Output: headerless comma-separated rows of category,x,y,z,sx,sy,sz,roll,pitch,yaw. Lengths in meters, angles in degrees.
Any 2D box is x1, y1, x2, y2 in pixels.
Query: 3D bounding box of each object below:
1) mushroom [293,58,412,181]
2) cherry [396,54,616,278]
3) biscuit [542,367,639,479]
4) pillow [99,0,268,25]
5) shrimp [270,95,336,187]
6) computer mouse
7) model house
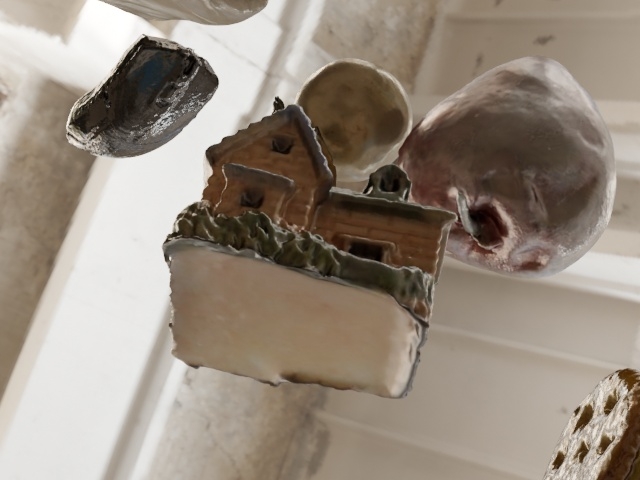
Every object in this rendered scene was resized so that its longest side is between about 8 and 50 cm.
mushroom,0.062,-0.210,1.765,0.206,0.206,0.209,-4,-151,39
cherry,0.291,-0.102,1.563,0.335,0.291,0.326,-37,-133,-13
biscuit,0.302,0.242,1.139,0.220,0.066,0.220,-60,-178,4
pillow,-0.196,-0.242,0.892,0.173,0.270,0.067,13,-90,47
shrimp,-0.039,-0.115,1.663,0.145,0.059,0.254,-5,-102,36
computer mouse,-0.221,-0.158,1.272,0.217,0.122,0.073,-39,-129,29
model house,0.000,0.000,0.758,0.183,0.166,0.172,15,-127,4
